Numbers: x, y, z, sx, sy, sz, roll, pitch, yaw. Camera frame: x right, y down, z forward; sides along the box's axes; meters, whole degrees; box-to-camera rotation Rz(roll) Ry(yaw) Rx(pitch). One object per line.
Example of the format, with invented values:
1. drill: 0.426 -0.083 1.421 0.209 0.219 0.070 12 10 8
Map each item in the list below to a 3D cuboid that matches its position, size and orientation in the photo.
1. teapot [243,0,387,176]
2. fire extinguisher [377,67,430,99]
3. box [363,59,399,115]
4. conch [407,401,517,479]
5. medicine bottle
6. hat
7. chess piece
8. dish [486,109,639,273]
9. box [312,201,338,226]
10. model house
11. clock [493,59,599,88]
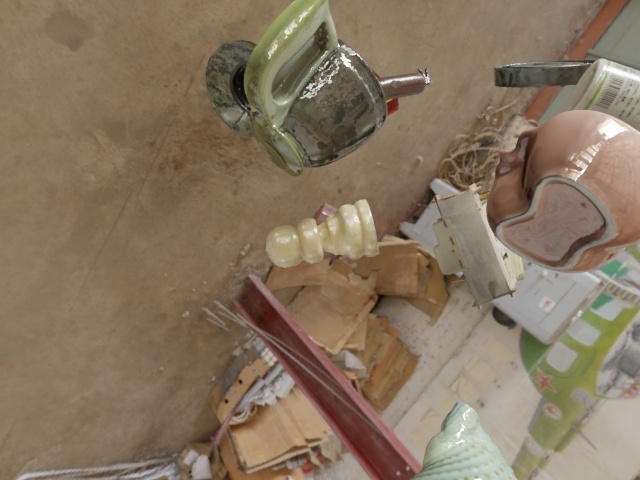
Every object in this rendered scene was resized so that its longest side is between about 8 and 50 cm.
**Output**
1. teapot: -0.013 -0.258 0.817 0.239 0.239 0.321 -47 -177 -14
2. fire extinguisher: 0.265 -0.516 1.377 0.268 0.089 0.072 -19 168 -26
3. box: 0.149 -0.599 1.696 0.197 0.313 0.089 -30 151 -5
4. conch: 0.257 0.487 0.743 0.319 0.215 0.303 -52 145 -11
5. medicine bottle: 0.429 -0.164 0.546 0.086 0.183 0.086 -62 170 -18
6. hat: -0.173 -0.416 1.147 0.128 0.266 0.265 -50 161 -56
7. chess piece: 0.000 0.000 1.002 0.261 0.142 0.142 -14 139 -2
8. dish: 0.291 -0.038 0.507 0.090 0.213 0.213 -43 147 -31
9. box: 0.046 -0.039 1.343 0.111 0.156 0.060 -55 -169 41
10. model house: 0.442 -0.004 1.176 0.169 0.326 0.244 -20 -176 40
11. clock: 0.722 -0.539 1.352 0.313 0.313 0.061 -21 119 -32
